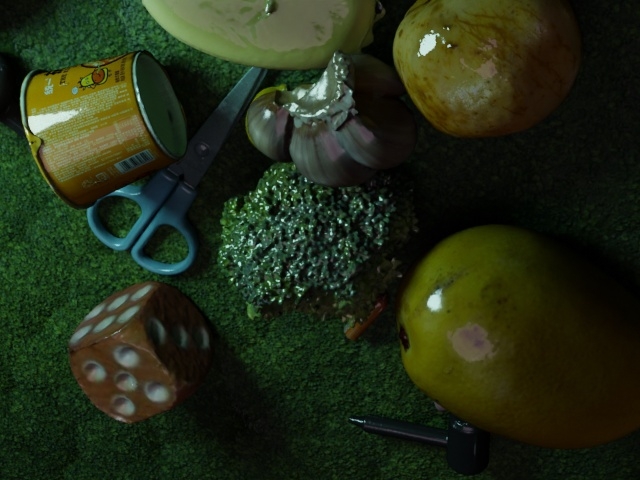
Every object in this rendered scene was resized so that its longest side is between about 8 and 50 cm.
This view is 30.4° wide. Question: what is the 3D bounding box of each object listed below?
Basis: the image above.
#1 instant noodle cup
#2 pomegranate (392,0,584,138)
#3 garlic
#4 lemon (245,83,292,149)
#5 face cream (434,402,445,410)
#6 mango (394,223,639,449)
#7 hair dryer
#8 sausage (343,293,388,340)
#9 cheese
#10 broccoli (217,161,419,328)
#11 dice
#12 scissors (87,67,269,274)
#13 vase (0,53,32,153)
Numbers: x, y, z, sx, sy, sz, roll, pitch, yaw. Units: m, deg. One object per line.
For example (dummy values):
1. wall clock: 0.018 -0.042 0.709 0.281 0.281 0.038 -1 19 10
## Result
1. instant noodle cup: -0.300 -0.169 1.689 0.172 0.216 0.216 -17 119 15
2. pomegranate: 0.208 -0.245 1.485 0.248 0.248 0.248 7 126 10
3. garlic: 0.020 -0.144 1.565 0.214 0.160 0.191 -29 158 27
4. lemon: -0.065 -0.175 1.691 0.082 0.082 0.111 19 127 1
5. face cream: 0.270 0.225 1.900 0.198 0.057 0.084 -16 118 23
6. mango: 0.319 0.149 1.721 0.445 0.232 0.300 21 98 -13
7. hair dryer: 0.166 0.313 1.998 0.248 0.070 0.114 11 128 18
8. sausage: 0.076 0.118 1.892 0.031 0.031 0.107 32 127 -9
9. cheese: -0.067 -0.340 1.546 0.315 0.128 0.260 24 124 -7
10. broccoli: -0.003 0.004 1.704 0.288 0.235 0.260 1 126 9
11. dice: -0.296 0.180 1.950 0.175 0.174 0.179 -26 110 30
12. scissors: -0.198 -0.114 1.799 0.192 0.029 0.447 34 126 -11
13. vase: -0.479 -0.203 1.767 0.120 0.120 0.183 -28 128 29
